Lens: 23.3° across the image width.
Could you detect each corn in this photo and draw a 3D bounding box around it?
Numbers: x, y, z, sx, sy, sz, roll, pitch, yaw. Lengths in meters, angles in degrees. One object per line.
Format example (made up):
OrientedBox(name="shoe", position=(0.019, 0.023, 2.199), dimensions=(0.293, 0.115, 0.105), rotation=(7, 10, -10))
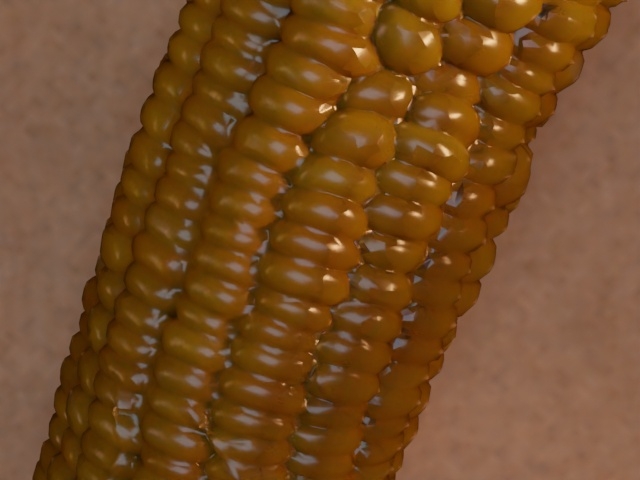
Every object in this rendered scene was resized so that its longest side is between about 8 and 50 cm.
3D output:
OrientedBox(name="corn", position=(-0.004, -0.002, 0.378), dimensions=(0.102, 0.102, 0.313), rotation=(23, 103, -1))
